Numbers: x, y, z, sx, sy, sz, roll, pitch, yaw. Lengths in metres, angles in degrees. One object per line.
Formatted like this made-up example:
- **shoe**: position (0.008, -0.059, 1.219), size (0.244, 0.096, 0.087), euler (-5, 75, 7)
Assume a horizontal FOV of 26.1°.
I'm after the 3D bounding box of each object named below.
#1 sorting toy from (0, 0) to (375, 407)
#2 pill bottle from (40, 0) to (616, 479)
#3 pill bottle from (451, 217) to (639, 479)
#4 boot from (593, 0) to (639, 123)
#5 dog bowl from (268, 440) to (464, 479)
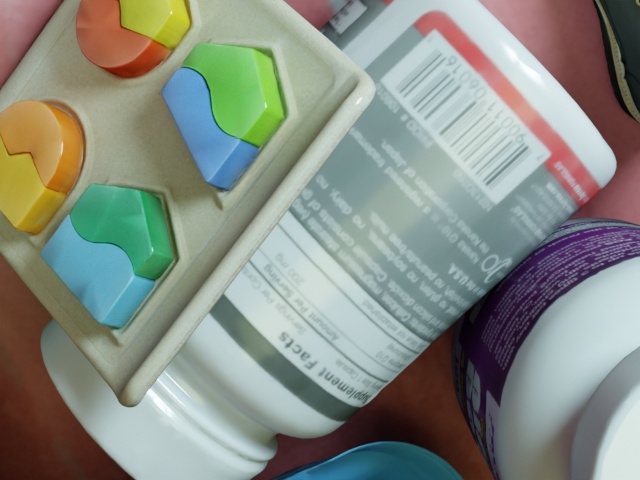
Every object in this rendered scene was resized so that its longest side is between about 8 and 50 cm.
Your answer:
- **sorting toy**: position (-0.093, -0.054, 0.672), size (0.193, 0.208, 0.038), euler (-52, 145, 11)
- **pill bottle**: position (0.000, 0.000, 0.727), size (0.283, 0.161, 0.161), euler (-43, 112, 8)
- **pill bottle**: position (0.160, 0.083, 0.671), size (0.169, 0.301, 0.169), euler (0, 95, -1)
- **boot**: position (0.186, -0.135, 0.722), size (0.077, 0.137, 0.198), euler (-29, 112, 1)
- **dog bowl**: position (-0.034, 0.221, 0.789), size (0.297, 0.074, 0.166), euler (-20, 95, -33)
